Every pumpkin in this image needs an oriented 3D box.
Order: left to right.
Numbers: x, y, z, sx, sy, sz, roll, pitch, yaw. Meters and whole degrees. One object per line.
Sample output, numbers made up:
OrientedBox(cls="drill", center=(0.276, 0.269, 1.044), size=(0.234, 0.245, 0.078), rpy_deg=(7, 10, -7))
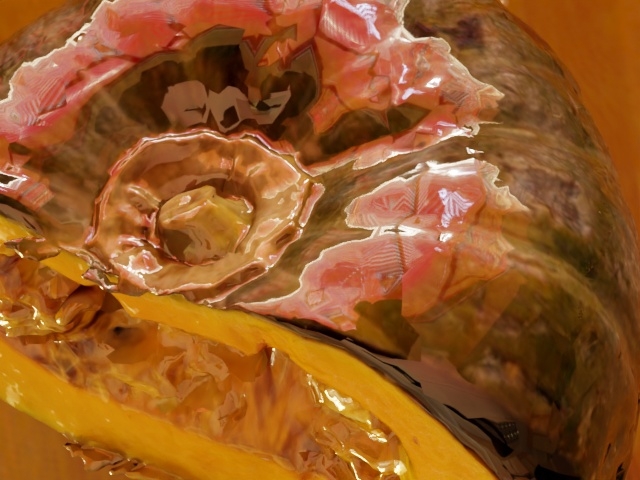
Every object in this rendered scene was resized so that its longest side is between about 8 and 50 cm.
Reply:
OrientedBox(cls="pumpkin", center=(0.000, 0.000, 0.698), size=(0.325, 0.242, 0.232), rpy_deg=(25, 56, 17))
